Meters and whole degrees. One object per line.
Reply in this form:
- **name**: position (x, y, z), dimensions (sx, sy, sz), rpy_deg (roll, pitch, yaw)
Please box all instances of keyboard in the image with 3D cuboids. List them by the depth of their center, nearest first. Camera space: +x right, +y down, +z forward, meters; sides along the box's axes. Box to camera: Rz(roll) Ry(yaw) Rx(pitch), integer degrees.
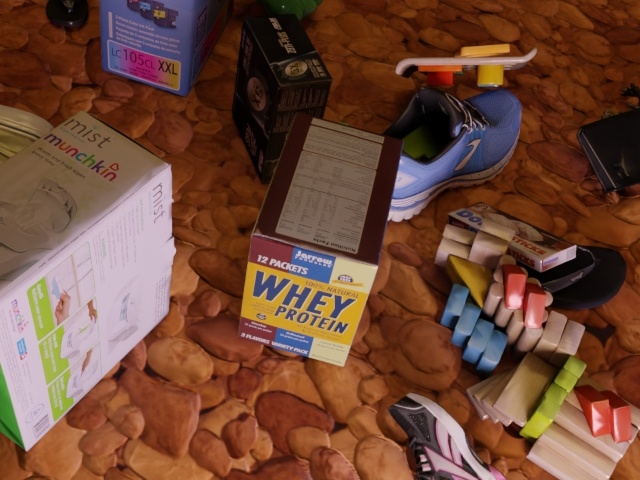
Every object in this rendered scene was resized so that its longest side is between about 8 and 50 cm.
- **keyboard**: position (0.570, -0.130, 1.241), dimensions (0.317, 0.033, 0.202), rpy_deg (-17, 70, -19)

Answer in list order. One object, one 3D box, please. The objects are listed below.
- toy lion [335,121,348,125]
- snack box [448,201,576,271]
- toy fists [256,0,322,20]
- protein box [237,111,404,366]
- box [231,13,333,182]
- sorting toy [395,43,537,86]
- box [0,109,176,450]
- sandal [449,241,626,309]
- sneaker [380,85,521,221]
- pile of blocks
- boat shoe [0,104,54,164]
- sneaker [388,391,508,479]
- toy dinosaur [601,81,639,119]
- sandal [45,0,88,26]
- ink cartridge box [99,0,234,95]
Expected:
- **toy lion**: position (0.025, -0.131, 1.109), dimensions (0.034, 0.096, 0.100), rpy_deg (8, 49, -5)
- **snack box**: position (0.253, -0.008, 1.054), dimensions (0.064, 0.022, 0.178), rpy_deg (-20, 31, -26)
- **toy fists**: position (-0.059, -0.480, 1.365), dimensions (0.142, 0.096, 0.279), rpy_deg (28, 43, -24)
- **protein box**: position (0.000, 0.000, 0.926), dimensions (0.135, 0.200, 0.201), rpy_deg (15, 49, 1)
- **box**: position (-0.060, -0.197, 1.091), dimensions (0.077, 0.180, 0.147), rpy_deg (-11, 54, -22)
- **sorting toy**: position (0.215, -0.249, 1.158), dimensions (0.195, 0.047, 0.347), rpy_deg (-2, 8, 12)
- **box**: position (-0.267, 0.044, 0.794), dimensions (0.126, 0.262, 0.231), rpy_deg (31, 52, 14)
- **sandal**: position (0.301, 0.041, 1.049), dimensions (0.254, 0.054, 0.097), rpy_deg (-2, 51, -13)
- **sneaker**: position (0.191, -0.151, 1.127), dimensions (0.330, 0.147, 0.130), rpy_deg (-33, 64, -34)
- **pile of blocks**: position (0.232, 0.116, 0.915), dimensions (0.149, 0.113, 0.362), rpy_deg (-25, 62, -15)
- **boat shoe**: position (-0.496, -0.136, 1.000), dimensions (0.302, 0.109, 0.094), rpy_deg (9, 51, -8)
- **sneaker**: position (0.129, 0.243, 0.840), dimensions (0.077, 0.072, 0.178), rpy_deg (-33, 58, -21)
- **toy dinosaur**: position (0.575, -0.214, 1.318), dimensions (0.268, 0.064, 0.118), rpy_deg (1, 65, -12)
- **sandal**: position (-0.411, -0.415, 1.291), dimensions (0.067, 0.040, 0.179), rpy_deg (5, 50, -8)
- **ink cartridge box**: position (-0.208, -0.454, 1.133), dimensions (0.151, 0.395, 0.270), rpy_deg (15, 50, 1)
